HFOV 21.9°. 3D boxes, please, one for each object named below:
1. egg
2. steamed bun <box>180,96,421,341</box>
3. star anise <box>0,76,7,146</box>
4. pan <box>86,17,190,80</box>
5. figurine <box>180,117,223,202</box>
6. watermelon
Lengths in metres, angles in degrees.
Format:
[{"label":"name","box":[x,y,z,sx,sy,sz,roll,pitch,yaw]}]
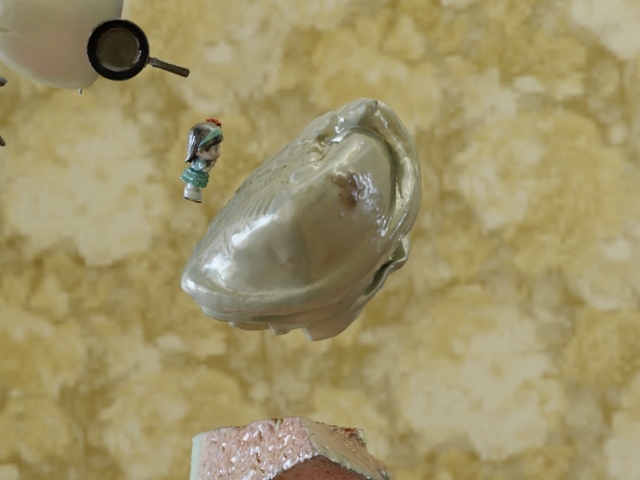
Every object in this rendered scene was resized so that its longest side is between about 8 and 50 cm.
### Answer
[{"label":"egg","box":[-0.328,-0.305,1.924,0.161,0.271,0.206,4,15,-25]},{"label":"steamed bun","box":[0.004,-0.006,2.061,0.324,0.219,0.310,-35,14,36]},{"label":"star anise","box":[-0.448,-0.159,1.709,0.272,0.102,0.272,-6,-30,-3]},{"label":"pan","box":[-0.196,-0.199,1.790,0.115,0.068,0.023,20,12,-3]},{"label":"figurine","box":[-0.152,-0.104,2.121,0.047,0.106,0.060,18,15,9]},{"label":"watermelon","box":[-0.014,0.250,1.787,0.193,0.140,0.256,13,-27,-19]}]
